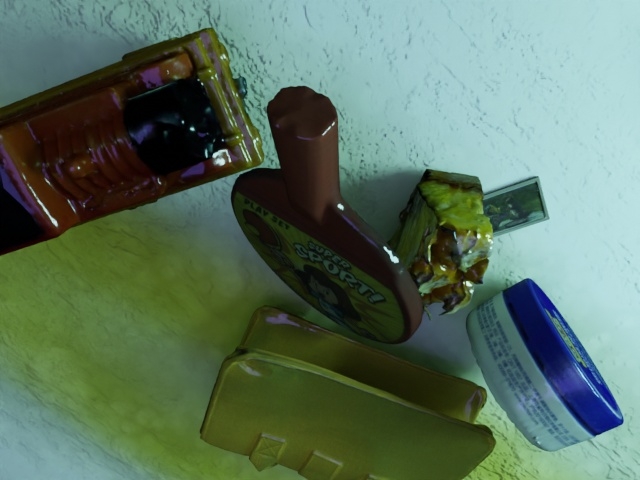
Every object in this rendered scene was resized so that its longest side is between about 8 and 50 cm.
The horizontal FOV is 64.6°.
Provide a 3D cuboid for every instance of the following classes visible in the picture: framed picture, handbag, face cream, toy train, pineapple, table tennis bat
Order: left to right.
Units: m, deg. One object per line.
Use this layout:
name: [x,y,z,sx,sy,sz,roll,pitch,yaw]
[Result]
toy train: [-0.255,-0.098,0.564,0.369,0.231,0.163,-16,114,11]
table tennis bat: [0.000,0.000,0.558,0.268,0.051,0.414,33,158,19]
handbag: [0.030,0.277,0.785,0.401,0.133,0.283,20,120,-5]
pineapple: [0.149,0.002,0.632,0.115,0.186,0.236,12,159,-5]
framed picture: [0.254,-0.042,0.676,0.089,0.006,0.066,-19,112,12]
face cream: [0.283,0.161,0.661,0.111,0.206,0.206,-37,108,20]
